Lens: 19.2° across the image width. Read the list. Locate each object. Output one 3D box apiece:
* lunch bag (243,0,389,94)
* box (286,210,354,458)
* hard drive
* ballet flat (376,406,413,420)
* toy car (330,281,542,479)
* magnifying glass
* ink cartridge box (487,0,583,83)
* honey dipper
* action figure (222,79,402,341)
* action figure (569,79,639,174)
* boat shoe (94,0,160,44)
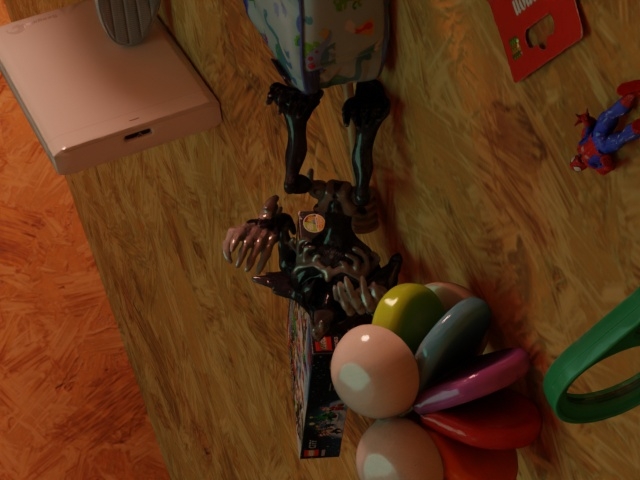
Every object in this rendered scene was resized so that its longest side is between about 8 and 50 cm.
[{"bbox_3d":[-0.012,-0.242,1.538,0.219,0.090,0.176,88,161,-44],"label":"lunch bag"},{"bbox_3d":[-0.001,0.098,1.889,0.233,0.044,0.159,97,168,-58],"label":"box"},{"bbox_3d":[-0.266,-0.197,2.274,0.307,0.203,0.040,-126,22,-49],"label":"hard drive"},{"bbox_3d":[0.066,0.145,1.758,0.250,0.058,0.084,-158,52,-71],"label":"ballet flat"},{"bbox_3d":[0.105,0.119,1.474,0.136,0.159,0.182,-7,102,40],"label":"toy car"},{"bbox_3d":[0.199,0.042,1.135,0.231,0.092,0.026,112,143,-52],"label":"magnifying glass"},{"bbox_3d":[0.106,-0.198,1.248,0.145,0.045,0.179,148,106,-75],"label":"ink cartridge box"},{"bbox_3d":[0.029,-0.082,1.685,0.030,0.030,0.161,-133,30,-58],"label":"honey dipper"},{"bbox_3d":[0.000,0.000,1.640,0.164,0.141,0.276,11,123,21],"label":"action figure"},{"bbox_3d":[0.177,-0.065,1.176,0.038,0.030,0.115,64,166,11],"label":"action figure"},{"bbox_3d":[-0.232,-0.349,2.253,0.076,0.083,0.226,-111,21,-61],"label":"boat shoe"}]
